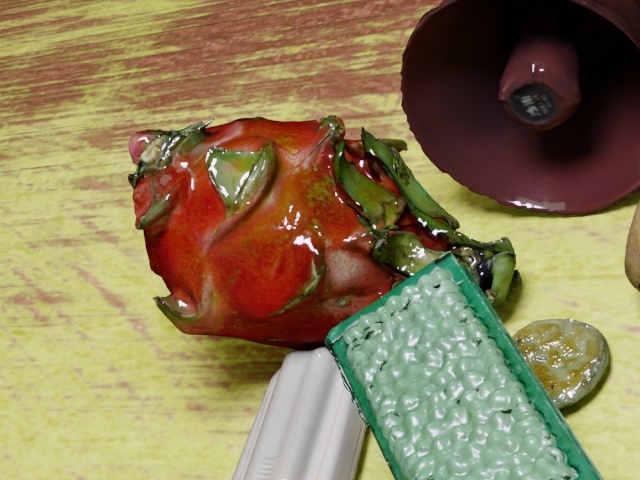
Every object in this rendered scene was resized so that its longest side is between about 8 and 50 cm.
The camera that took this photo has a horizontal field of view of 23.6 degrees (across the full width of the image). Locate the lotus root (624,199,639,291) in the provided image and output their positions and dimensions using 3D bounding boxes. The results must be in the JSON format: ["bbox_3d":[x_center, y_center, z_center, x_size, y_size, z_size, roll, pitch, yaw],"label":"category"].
[{"bbox_3d":[0.239,0.001,1.011,0.072,0.063,0.152,-20,37,41],"label":"lotus root"}]

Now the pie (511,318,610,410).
[{"bbox_3d":[0.153,0.085,1.019,0.084,0.021,0.084,-18,39,15],"label":"pie"}]

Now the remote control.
[{"bbox_3d":[-0.027,0.175,1.032,0.090,0.049,0.230,-9,46,32],"label":"remote control"}]

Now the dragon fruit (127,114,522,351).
[{"bbox_3d":[-0.003,-0.013,1.090,0.269,0.200,0.198,-4,50,31],"label":"dragon fruit"}]

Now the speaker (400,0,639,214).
[{"bbox_3d":[0.217,-0.214,1.133,0.329,0.198,0.259,-61,4,-37],"label":"speaker"}]

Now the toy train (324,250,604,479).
[{"bbox_3d":[0.100,0.142,0.892,0.115,0.154,0.269,-34,39,5],"label":"toy train"}]
